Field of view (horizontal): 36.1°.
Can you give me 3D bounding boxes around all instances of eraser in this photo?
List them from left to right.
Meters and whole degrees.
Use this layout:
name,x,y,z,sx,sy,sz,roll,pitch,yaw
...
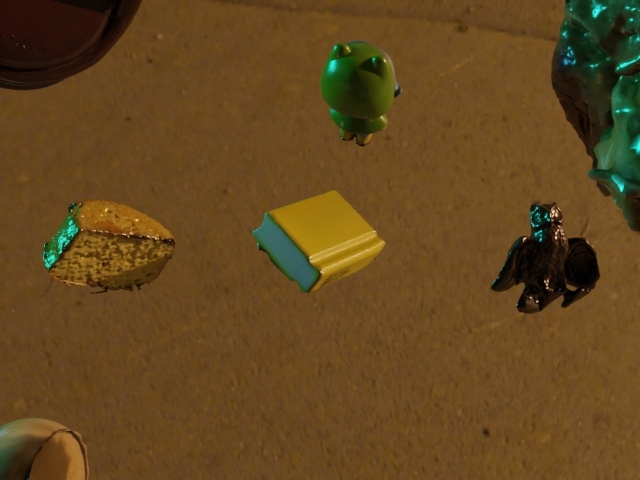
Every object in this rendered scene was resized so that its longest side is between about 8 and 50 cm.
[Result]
name,x,y,z,sx,sy,sz,roll,pitch,yaw
eraser,0.000,0.000,1.801,0.158,0.069,0.226,50,37,16

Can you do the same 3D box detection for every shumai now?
name,x,y,z,sx,sy,sz,roll,pitch,yaw
shumai,0.346,-0.094,0.779,0.267,0.314,0.262,-31,27,18

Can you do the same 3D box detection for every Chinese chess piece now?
name,x,y,z,sx,sy,sz,roll,pitch,yaw
Chinese chess piece,-0.464,0.411,1.555,0.104,0.257,0.257,6,53,12

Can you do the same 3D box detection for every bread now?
name,x,y,z,sx,sy,sz,roll,pitch,yaw
bread,-0.420,0.002,1.897,0.261,0.160,0.147,5,40,-45

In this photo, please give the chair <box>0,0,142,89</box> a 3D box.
name,x,y,z,sx,sy,sz,roll,pitch,yaw
chair,-0.323,-0.281,1.075,0.227,0.226,0.401,-25,14,-15

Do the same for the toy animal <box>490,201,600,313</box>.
name,x,y,z,sx,sy,sz,roll,pitch,yaw
toy animal,0.377,0.030,1.686,0.219,0.116,0.179,-2,78,-24

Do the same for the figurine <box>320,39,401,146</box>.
name,x,y,z,sx,sy,sz,roll,pitch,yaw
figurine,0.079,-0.297,2.020,0.162,0.263,0.143,25,59,15
